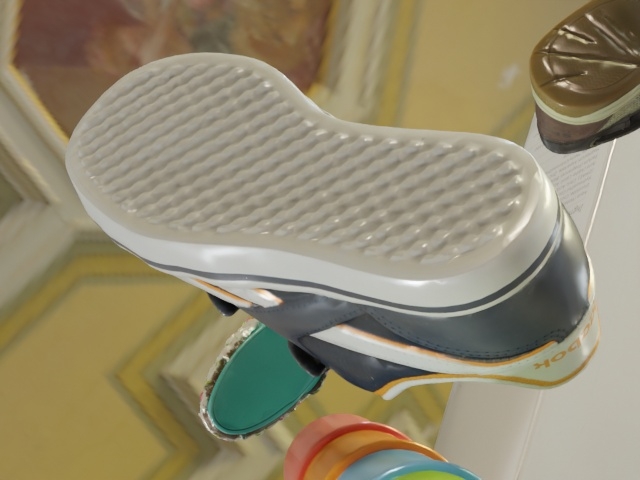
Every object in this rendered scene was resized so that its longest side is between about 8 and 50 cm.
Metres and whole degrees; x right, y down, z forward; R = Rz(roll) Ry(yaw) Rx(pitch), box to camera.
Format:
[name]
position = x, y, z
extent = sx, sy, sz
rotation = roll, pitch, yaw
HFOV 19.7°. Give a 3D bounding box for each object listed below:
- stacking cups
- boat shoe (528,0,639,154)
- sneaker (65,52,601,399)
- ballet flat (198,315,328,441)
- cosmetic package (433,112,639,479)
[stacking cups]
position = 0.034, 0.138, 0.862
extent = 0.096, 0.316, 0.096
rotation = -1, -85, -14
[boat shoe]
position = 0.144, -0.086, 0.742
extent = 0.152, 0.056, 0.049
rotation = -28, -25, -18
[sneaker]
position = 0.000, 0.000, 0.929
extent = 0.126, 0.321, 0.127
rotation = -51, -47, -17
[ballet flat]
position = -0.021, 0.073, 1.564
extent = 0.091, 0.077, 0.241
rotation = 44, -105, -13
[cosmetic package]
position = 0.230, 0.071, 1.309
extent = 0.217, 0.156, 0.385
rotation = 29, -116, -15
